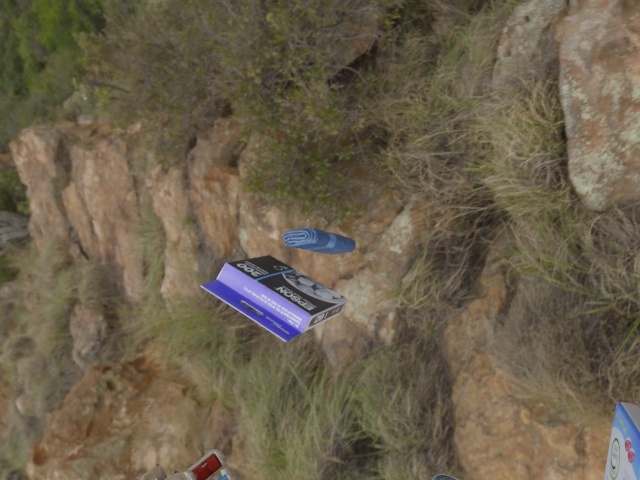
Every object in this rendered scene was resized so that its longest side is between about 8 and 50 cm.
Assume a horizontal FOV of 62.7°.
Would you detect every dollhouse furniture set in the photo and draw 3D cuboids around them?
[{"bbox_3d":[-0.278,0.524,1.138,0.129,0.183,0.129,-21,97,52],"label":"dollhouse furniture set"}]

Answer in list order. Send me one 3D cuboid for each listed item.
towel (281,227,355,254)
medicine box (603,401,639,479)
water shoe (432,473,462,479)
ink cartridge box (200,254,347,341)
[{"bbox_3d":[0.000,0.000,0.865,0.067,0.119,0.029,-7,76,41],"label":"towel"},{"bbox_3d":[0.572,0.460,0.865,0.148,0.263,0.290,9,95,18],"label":"medicine box"},{"bbox_3d":[0.351,0.588,1.184,0.203,0.073,0.080,17,156,31],"label":"water shoe"},{"bbox_3d":[-0.082,0.098,0.994,0.206,0.208,0.045,28,109,23],"label":"ink cartridge box"}]
